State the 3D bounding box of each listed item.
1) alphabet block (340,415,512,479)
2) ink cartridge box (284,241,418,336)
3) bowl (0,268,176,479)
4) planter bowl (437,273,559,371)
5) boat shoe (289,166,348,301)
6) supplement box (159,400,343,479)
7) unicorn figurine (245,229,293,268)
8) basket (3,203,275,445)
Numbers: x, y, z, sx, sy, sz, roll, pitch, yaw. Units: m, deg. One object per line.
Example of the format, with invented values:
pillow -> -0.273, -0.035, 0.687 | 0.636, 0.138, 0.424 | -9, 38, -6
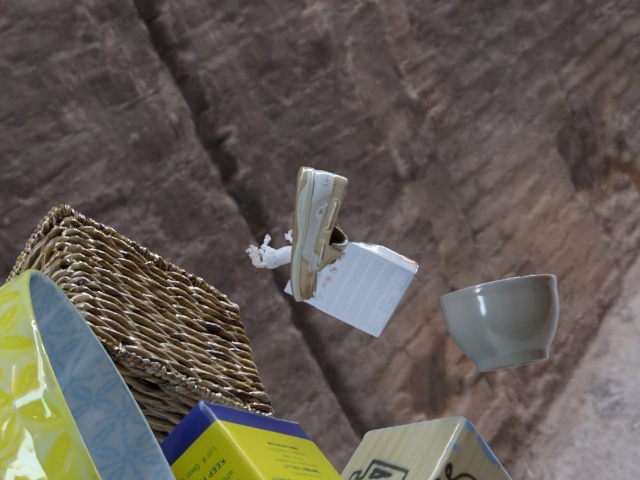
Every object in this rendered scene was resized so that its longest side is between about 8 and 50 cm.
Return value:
alphabet block -> 0.133, 0.375, 1.293 | 0.193, 0.192, 0.197 | -23, 21, 43
ink cartridge box -> 0.050, 0.063, 1.617 | 0.145, 0.179, 0.045 | -63, 0, 28
bowl -> -0.188, 0.180, 0.635 | 0.156, 0.289, 0.289 | -27, 11, -6
planter bowl -> 0.247, 0.116, 1.306 | 0.162, 0.109, 0.162 | -10, -12, -2
boat shoe -> 0.000, 0.000, 1.020 | 0.059, 0.170, 0.063 | 5, 42, 0
supplement box -> -0.020, 0.337, 0.814 | 0.194, 0.356, 0.195 | -46, -30, 7
unicorn figurine -> -0.063, 0.020, 1.954 | 0.162, 0.060, 0.111 | -28, 33, 2
basket -> -0.232, 0.148, 1.098 | 0.213, 0.299, 0.223 | -44, 40, 17
